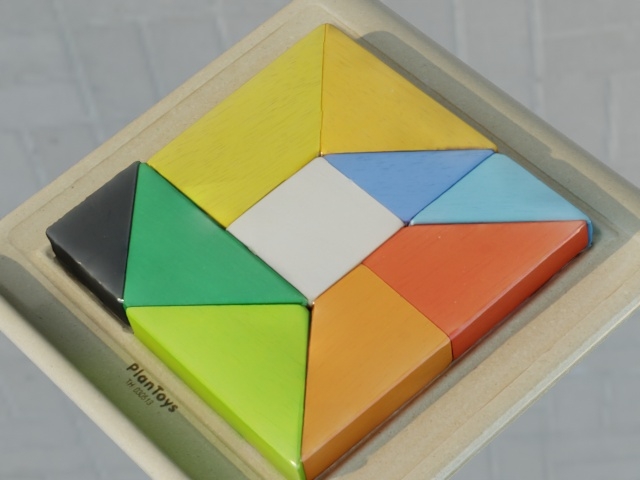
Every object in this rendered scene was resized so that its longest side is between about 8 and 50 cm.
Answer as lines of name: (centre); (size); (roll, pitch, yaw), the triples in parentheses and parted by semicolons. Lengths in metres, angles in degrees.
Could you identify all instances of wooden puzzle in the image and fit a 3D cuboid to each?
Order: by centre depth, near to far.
wooden puzzle: (0.000, 0.000, 0.790); (0.238, 0.221, 0.044); (-36, 147, -23)
